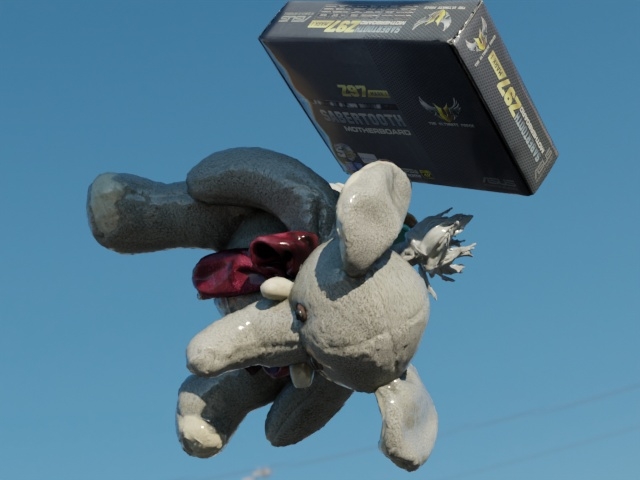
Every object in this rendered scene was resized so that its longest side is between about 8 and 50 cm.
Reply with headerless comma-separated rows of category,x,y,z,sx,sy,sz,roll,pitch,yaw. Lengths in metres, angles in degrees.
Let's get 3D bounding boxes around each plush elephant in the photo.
plush elephant,-0.014,0.055,1.113,0.330,0.272,0.255,-14,11,-1

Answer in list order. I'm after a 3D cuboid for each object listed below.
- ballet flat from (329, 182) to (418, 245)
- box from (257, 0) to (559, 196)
ballet flat,0.000,0.000,1.803,0.116,0.124,0.342,25,-39,-26
box,0.077,-0.130,1.226,0.232,0.059,0.183,9,-36,43
